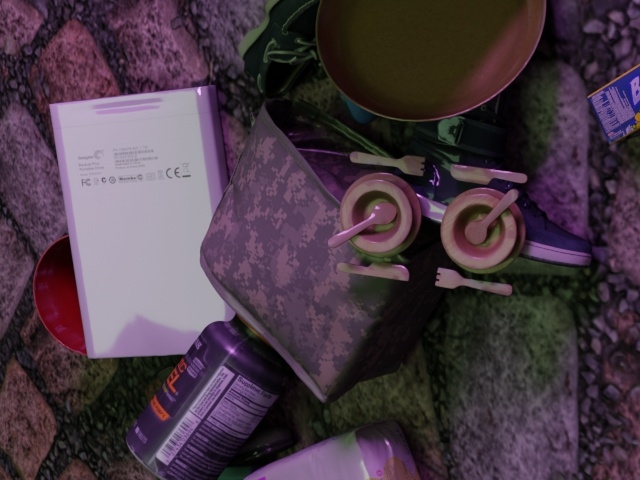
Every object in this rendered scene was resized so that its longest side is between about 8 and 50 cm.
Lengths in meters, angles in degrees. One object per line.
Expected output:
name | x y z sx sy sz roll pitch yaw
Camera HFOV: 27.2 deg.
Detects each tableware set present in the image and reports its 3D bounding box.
tableware set | 0.107 -0.018 1.323 0.194 0.039 0.128 8 96 19

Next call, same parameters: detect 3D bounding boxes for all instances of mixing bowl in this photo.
mixing bowl | -0.308 0.069 1.899 0.182 0.098 0.181 3 100 17

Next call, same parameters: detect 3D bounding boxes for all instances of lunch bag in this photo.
lunch bag | 0.000 0.000 1.525 0.287 0.169 0.235 44 128 23

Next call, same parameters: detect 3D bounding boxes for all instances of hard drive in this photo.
hard drive | -0.228 -0.021 1.780 0.233 0.047 0.353 -4 99 18

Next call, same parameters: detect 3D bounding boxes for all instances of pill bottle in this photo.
pill bottle | -0.128 0.193 1.693 0.130 0.130 0.245 39 94 32

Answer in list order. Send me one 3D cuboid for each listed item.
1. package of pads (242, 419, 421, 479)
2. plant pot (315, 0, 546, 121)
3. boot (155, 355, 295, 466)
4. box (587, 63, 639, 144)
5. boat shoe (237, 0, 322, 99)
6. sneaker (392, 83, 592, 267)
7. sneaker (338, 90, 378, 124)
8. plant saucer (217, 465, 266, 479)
package of pads | 0.045 0.387 1.613 0.229 0.101 0.296 -30 76 37
plant pot | 0.113 -0.223 1.350 0.236 0.032 0.236 -5 69 15
boot | -0.143 0.226 1.813 0.247 0.083 0.161 -13 86 46
box | 0.331 -0.151 1.212 0.169 0.059 0.054 -32 79 46
boat shoe | -0.028 -0.233 1.513 0.254 0.095 0.079 -35 76 60
sneaker | 0.194 -0.074 1.360 0.226 0.086 0.163 23 95 12
sneaker | 0.072 -0.220 1.458 0.082 0.069 0.209 26 119 35
plant saucer | -0.138 0.324 1.834 0.192 0.067 0.018 -11 75 43
